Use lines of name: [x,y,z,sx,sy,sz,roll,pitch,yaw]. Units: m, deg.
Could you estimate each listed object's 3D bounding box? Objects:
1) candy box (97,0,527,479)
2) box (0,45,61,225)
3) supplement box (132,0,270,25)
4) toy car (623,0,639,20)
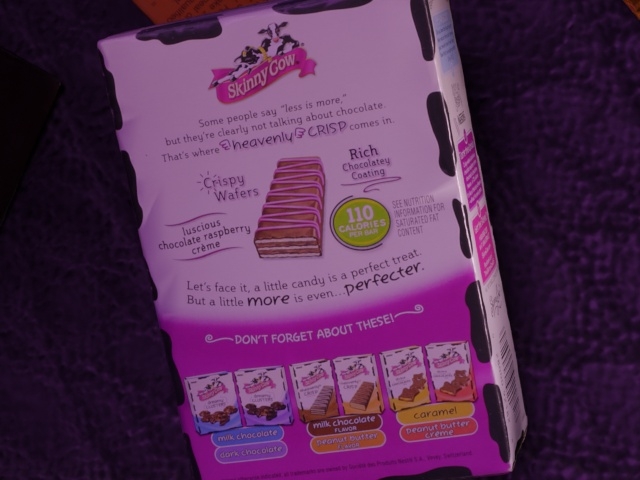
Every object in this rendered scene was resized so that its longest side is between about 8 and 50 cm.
candy box: [0.000,0.000,0.772,0.159,0.071,0.233,-8,101,15]
box: [-0.303,-0.091,0.753,0.191,0.381,0.143,22,90,19]
supplement box: [-0.106,-0.188,0.817,0.080,0.078,0.233,-44,101,9]
toy car: [0.157,-0.179,0.809,0.060,0.040,0.122,-23,75,12]
